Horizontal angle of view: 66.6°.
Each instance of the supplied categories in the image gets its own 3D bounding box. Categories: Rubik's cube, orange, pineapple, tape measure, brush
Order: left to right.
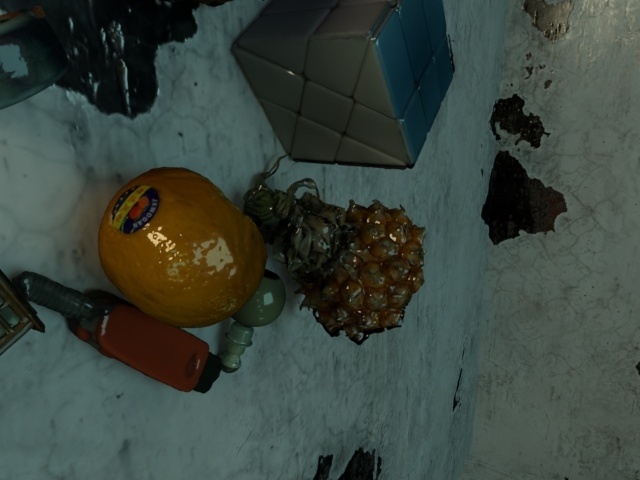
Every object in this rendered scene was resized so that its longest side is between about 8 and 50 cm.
[{"bbox_3d":[-0.258,-0.185,0.345,0.104,0.107,0.179,-37,128,-47],"label":"tape measure"},{"bbox_3d":[-0.208,0.116,0.561,0.323,0.051,0.070,50,58,-52],"label":"brush"},{"bbox_3d":[-0.145,0.009,0.519,0.155,0.178,0.177,-57,144,-12],"label":"orange"},{"bbox_3d":[0.000,0.000,0.750,0.272,0.263,0.262,33,69,-45],"label":"pineapple"},{"bbox_3d":[0.051,-0.266,0.729,0.224,0.222,0.231,-63,145,-27],"label":"Rubik's cube"}]

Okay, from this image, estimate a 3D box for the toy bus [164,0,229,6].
[{"bbox_3d":[-0.126,-0.312,0.446,0.275,0.167,0.138,-41,124,-64],"label":"toy bus"}]

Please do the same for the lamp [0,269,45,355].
[{"bbox_3d":[-0.344,0.132,0.298,0.325,0.089,0.090,-54,140,-39],"label":"lamp"}]

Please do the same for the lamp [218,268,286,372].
[{"bbox_3d":[-0.112,0.119,0.708,0.091,0.091,0.163,9,106,-60],"label":"lamp"}]
